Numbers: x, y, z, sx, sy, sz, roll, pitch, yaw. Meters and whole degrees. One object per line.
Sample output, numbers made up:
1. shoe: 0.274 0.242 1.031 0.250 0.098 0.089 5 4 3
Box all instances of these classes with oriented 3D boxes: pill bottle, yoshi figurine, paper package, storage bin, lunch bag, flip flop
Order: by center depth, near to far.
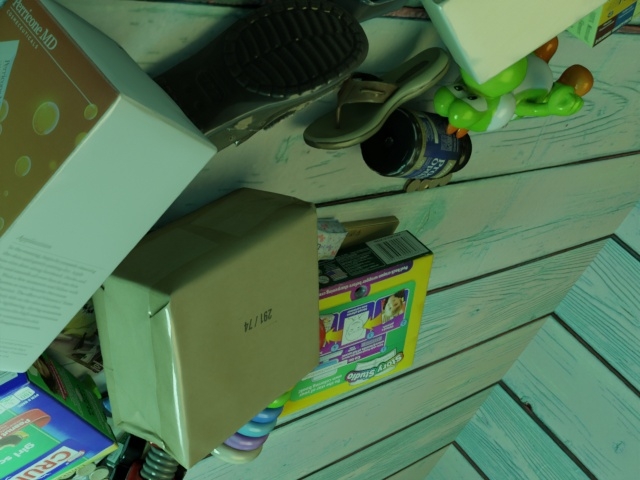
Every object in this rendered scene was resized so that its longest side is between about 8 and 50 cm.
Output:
1. storage bin: 0.076 -0.356 1.137 0.135 0.098 0.091 -26 176 -29
2. paper package: -0.156 0.120 1.249 0.325 0.168 0.309 -32 129 -45
3. flip flop: 0.083 -0.236 1.301 0.277 0.112 0.080 -35 126 -9
4. yoshi figurine: 0.347 -0.295 1.445 0.362 0.204 0.203 -24 111 -42
5. pill bottle: 0.180 -0.171 1.480 0.219 0.123 0.122 -2 132 -51
6. lunch bag: 0.000 0.000 1.563 0.083 0.053 0.071 1 129 -41

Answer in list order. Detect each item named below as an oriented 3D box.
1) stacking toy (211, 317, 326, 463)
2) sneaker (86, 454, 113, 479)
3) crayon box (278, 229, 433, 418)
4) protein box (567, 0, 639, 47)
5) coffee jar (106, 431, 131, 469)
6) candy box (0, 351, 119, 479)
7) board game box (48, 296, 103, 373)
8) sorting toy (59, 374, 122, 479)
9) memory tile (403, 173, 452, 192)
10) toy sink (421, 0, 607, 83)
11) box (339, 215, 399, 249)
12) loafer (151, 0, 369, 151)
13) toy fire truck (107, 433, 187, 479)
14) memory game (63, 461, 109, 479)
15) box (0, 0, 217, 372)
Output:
1. stacking toy: -0.101 0.254 1.509 0.141 0.141 0.330 -3 133 -51
2. sneaker: -0.337 0.398 1.639 0.269 0.101 0.153 -17 137 -40
3. crayon box: 0.039 0.171 1.685 0.363 0.106 0.313 -15 130 -28
4. protein box: 0.419 -0.459 1.303 0.136 0.201 0.199 -35 151 -15
5. coffee jar: -0.314 0.357 1.547 0.079 0.096 0.184 -10 -134 61
6. candy box: -0.489 0.279 1.206 0.268 0.122 0.317 -28 151 -5
7. board game box: -0.345 0.073 1.226 0.208 0.056 0.347 -44 152 -6
8. sorting toy: -0.471 0.357 1.459 0.348 0.047 0.196 -44 148 2
9. memory tile: 0.240 -0.150 1.706 0.148 0.012 0.113 -15 141 -43
10. toy sink: 0.283 -0.377 1.236 0.234 0.131 0.153 -34 125 8
11. box: 0.062 0.025 1.710 0.201 0.021 0.164 -9 137 -47
12. loafer: -0.109 -0.201 1.092 0.366 0.133 0.130 -26 173 -10
13. toy fire truck: -0.284 0.373 1.365 0.217 0.159 0.246 -66 -166 -4
14. memory game: -0.471 0.464 1.506 0.186 0.012 0.186 -20 139 -19
15. box: -0.320 -0.058 0.891 0.345 0.215 0.168 -48 152 8
